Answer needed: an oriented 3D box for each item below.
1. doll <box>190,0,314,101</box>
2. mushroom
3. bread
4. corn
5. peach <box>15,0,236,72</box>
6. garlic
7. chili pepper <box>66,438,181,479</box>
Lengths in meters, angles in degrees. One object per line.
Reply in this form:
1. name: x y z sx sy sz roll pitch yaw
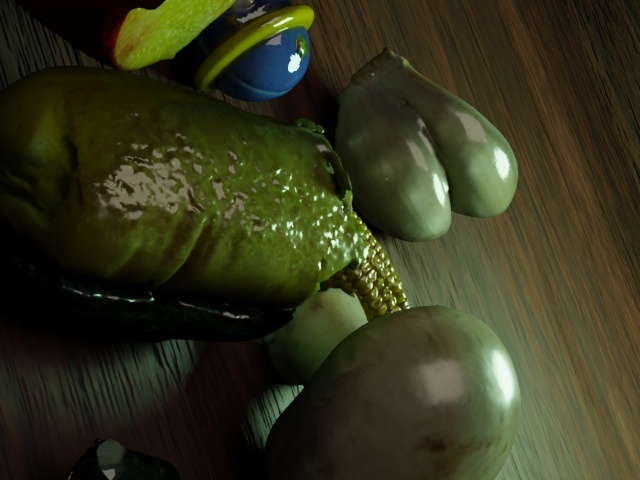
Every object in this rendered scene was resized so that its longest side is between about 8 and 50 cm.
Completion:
1. doll: -0.130 -0.275 1.296 0.311 0.159 0.242 -27 94 -49
2. mushroom: 0.055 0.173 1.167 0.297 0.297 0.290 14 30 -53
3. bread: -0.142 -0.037 1.036 0.376 0.208 0.251 10 56 -39
4. corn: 0.000 0.000 1.330 0.322 0.119 0.119 56 32 -15
5. peach: -0.171 -0.361 1.048 0.310 0.335 0.406 47 43 -5
6. garlic: 0.154 -0.095 1.620 0.246 0.231 0.340 32 -11 37
7. chili pepper: -0.171 0.261 0.872 0.148 0.116 0.264 40 29 0
